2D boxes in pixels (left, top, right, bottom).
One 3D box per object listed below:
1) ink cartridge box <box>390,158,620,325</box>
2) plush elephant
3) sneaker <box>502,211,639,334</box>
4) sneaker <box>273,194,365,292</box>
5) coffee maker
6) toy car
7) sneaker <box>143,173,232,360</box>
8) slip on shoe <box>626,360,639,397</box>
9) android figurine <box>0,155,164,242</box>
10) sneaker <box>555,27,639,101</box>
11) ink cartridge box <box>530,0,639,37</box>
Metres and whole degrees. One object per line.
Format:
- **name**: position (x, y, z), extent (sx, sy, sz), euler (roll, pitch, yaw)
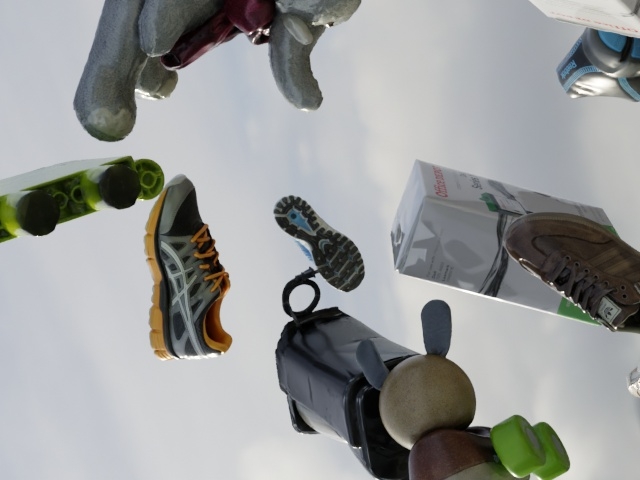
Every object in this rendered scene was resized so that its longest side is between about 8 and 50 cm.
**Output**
- **ink cartridge box**: position (0.192, 0.000, 1.746), extent (0.160, 0.219, 0.092), euler (-93, 19, -73)
- **plush elephant**: position (-0.072, -0.243, 1.679), extent (0.272, 0.255, 0.330), euler (-69, -6, -80)
- **sneaker**: position (0.246, 0.036, 1.439), extent (0.071, 0.188, 0.066), euler (-79, 14, -54)
- **sneaker**: position (0.000, 0.000, 2.256), extent (0.162, 0.063, 0.073), euler (50, 179, -7)
- **coffee maker**: position (0.029, 0.135, 1.626), extent (0.171, 0.120, 0.178), euler (56, 165, -22)
- **toy car**: position (0.106, 0.156, 1.499), extent (0.149, 0.155, 0.188), euler (24, -142, -64)
- **sneaker**: position (-0.137, 0.031, 1.784), extent (0.084, 0.083, 0.215), euler (-49, -38, -58)
- **slip on shoe**: position (0.354, 0.150, 1.745), extent (0.135, 0.051, 0.041), euler (91, 168, -68)
- **android figurine**: position (-0.281, -0.033, 1.610), extent (0.273, 0.248, 0.056), euler (-3, 105, 59)
- **sneaker**: position (0.465, -0.254, 2.210), extent (0.139, 0.341, 0.125), euler (-44, 54, 54)
- **ink cartridge box**: position (0.307, -0.321, 1.952), extent (0.218, 0.158, 0.092), euler (27, -97, -58)
